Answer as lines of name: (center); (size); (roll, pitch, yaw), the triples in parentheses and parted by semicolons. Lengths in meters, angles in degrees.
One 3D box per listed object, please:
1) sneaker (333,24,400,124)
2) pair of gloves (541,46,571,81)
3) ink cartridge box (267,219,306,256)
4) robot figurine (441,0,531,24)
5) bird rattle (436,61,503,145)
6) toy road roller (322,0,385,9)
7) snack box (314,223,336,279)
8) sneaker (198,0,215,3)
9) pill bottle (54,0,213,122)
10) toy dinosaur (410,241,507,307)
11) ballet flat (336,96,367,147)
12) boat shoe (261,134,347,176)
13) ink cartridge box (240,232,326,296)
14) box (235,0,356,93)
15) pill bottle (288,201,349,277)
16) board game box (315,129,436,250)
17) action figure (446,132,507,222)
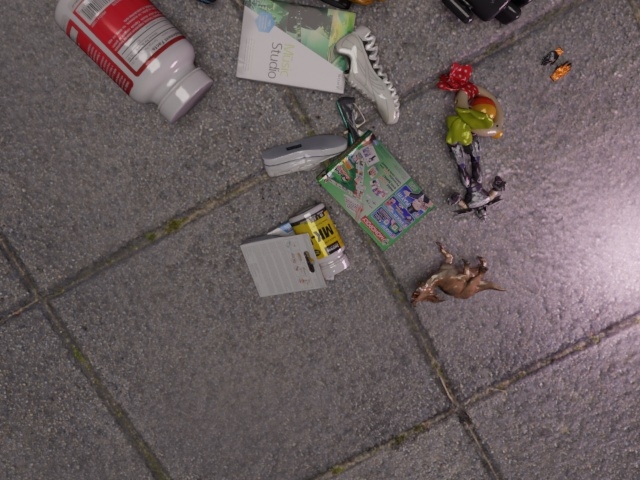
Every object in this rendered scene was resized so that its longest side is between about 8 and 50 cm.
sneaker: (0.134, -0.459, 1.758); (0.118, 0.110, 0.292); (-31, 109, -10)
pair of gloves: (0.704, -0.525, 1.822); (0.074, 0.010, 0.083); (-38, 99, 7)
ink cartridge box: (-0.098, 0.007, 1.898); (0.089, 0.052, 0.122); (-28, 102, 5)
robot figurine: (0.454, -0.725, 1.691); (0.278, 0.173, 0.209); (38, 55, -8)
bird rattle: (0.437, -0.387, 1.775); (0.207, 0.253, 0.143); (15, 144, -24)
toy road roller: (0.062, -0.744, 1.604); (0.241, 0.330, 0.202); (29, 103, 39)
snack box: (0.014, 0.034, 1.920); (0.064, 0.022, 0.178); (2, 101, -1)
sneaker: (-0.287, -0.830, 1.705); (0.140, 0.125, 0.340); (27, 98, -34)
pill bottle: (-0.502, -0.531, 1.689); (0.229, 0.229, 0.407); (-43, 99, 7)
toy dinosaur: (0.417, 0.137, 1.905); (0.296, 0.127, 0.200); (17, 109, -17)
ballet flat: (0.105, -0.332, 1.823); (0.074, 0.074, 0.203); (-16, 99, 2)
boat shoe: (-0.044, -0.251, 1.836); (0.258, 0.095, 0.084); (-9, 130, 4)
ink cartridge box: (-0.108, 0.069, 1.860); (0.233, 0.066, 0.189); (-12, 110, 19)
box: (-0.072, -0.564, 1.776); (0.322, 0.058, 0.232); (7, 102, -4)
pill bottle: (0.000, 0.000, 1.842); (0.119, 0.119, 0.208); (-27, 99, 4)
board game box: (0.169, -0.146, 1.838); (0.213, 0.046, 0.317); (-41, 113, 8)
action figure: (0.458, -0.180, 1.848); (0.186, 0.099, 0.284); (-22, 106, -6)
